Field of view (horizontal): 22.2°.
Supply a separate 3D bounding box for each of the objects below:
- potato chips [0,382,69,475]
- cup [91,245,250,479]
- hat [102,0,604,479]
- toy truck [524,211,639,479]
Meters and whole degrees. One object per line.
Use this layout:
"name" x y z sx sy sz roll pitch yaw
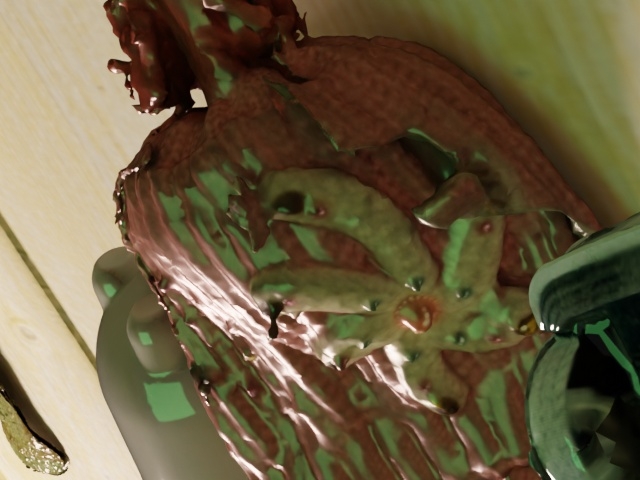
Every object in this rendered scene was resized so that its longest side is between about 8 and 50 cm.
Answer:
"potato chips" -0.301 0.129 1.484 0.209 0.026 0.142 49 159 9
"cup" -0.032 0.066 0.810 0.173 0.134 0.142 22 141 48
"hat" 0.000 0.000 0.670 0.236 0.107 0.286 -24 102 33
"toy truck" 0.198 0.097 0.434 0.136 0.162 0.305 -23 100 54
